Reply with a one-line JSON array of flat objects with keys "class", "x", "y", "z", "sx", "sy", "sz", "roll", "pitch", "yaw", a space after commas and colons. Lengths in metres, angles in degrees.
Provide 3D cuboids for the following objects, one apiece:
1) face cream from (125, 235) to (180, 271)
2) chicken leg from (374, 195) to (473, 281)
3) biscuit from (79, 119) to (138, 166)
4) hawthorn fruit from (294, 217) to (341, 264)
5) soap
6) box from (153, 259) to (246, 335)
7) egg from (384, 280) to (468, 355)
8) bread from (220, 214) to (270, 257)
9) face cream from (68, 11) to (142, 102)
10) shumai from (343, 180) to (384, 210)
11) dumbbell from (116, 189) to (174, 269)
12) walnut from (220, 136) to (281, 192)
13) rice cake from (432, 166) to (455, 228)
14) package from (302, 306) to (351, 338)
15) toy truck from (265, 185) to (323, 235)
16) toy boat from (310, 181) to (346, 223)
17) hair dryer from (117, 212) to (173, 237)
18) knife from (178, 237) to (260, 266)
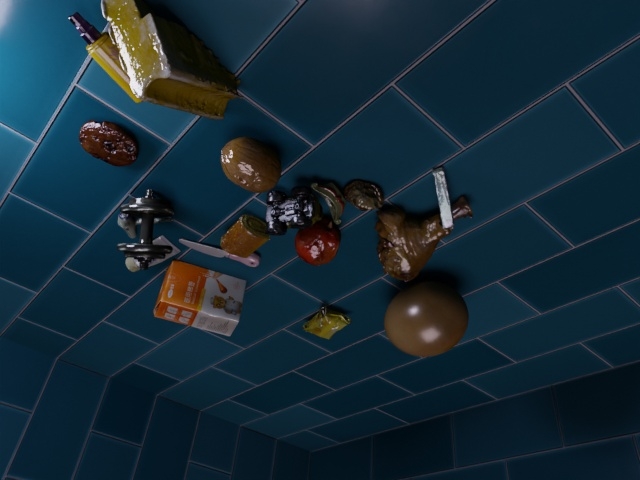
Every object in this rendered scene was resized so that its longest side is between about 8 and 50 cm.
[{"class": "face cream", "x": -0.701, "y": 0.058, "z": 2.175, "sx": 0.224, "sy": 0.070, "sz": 0.114, "roll": -23, "pitch": 133, "yaw": 20}, {"class": "chicken leg", "x": 0.335, "y": -0.035, "z": 1.856, "sx": 0.295, "sy": 0.182, "sz": 0.409, "roll": 42, "pitch": 122, "yaw": -16}, {"class": "biscuit", "x": -0.693, "y": -0.314, "z": 1.719, "sx": 0.192, "sy": 0.049, "sz": 0.192, "roll": 7, "pitch": 142, "yaw": 6}, {"class": "hawthorn fruit", "x": -0.005, "y": 0.009, "z": 1.938, "sx": 0.179, "sy": 0.173, "sz": 0.173, "roll": -16, "pitch": 136, "yaw": 27}, {"class": "soap", "x": -0.392, "y": -0.510, "z": 1.445, "sx": 0.169, "sy": 0.304, "sz": 0.339, "roll": -26, "pitch": 171, "yaw": 26}, {"class": "box", "x": -0.511, "y": 0.245, "z": 2.243, "sx": 0.341, "sy": 0.225, "sz": 0.143, "roll": 18, "pitch": 137, "yaw": -15}, {"class": "egg", "x": 0.425, "y": 0.325, "z": 2.150, "sx": 0.301, "sy": 0.301, "sz": 0.374, "roll": 28, "pitch": 136, "yaw": -24}, {"class": "bread", "x": -0.286, "y": -0.016, "z": 1.985, "sx": 0.132, "sy": 0.103, "sz": 0.172, "roll": 24, "pitch": 138, "yaw": -29}, {"class": "face cream", "x": -0.575, "y": -0.505, "z": 1.444, "sx": 0.078, "sy": 0.078, "sz": 0.273, "roll": -16, "pitch": 136, "yaw": 25}, {"class": "shumai", "x": 0.140, "y": -0.139, "z": 1.795, "sx": 0.139, "sy": 0.105, "sz": 0.123, "roll": 41, "pitch": 139, "yaw": -1}, {"class": "dumbbell", "x": -0.624, "y": -0.039, "z": 1.882, "sx": 0.192, "sy": 0.289, "sz": 0.192, "roll": 2, "pitch": 175, "yaw": 0}, {"class": "walnut", "x": -0.220, "y": -0.240, "z": 1.658, "sx": 0.207, "sy": 0.167, "sz": 0.167, "roll": 29, "pitch": 136, "yaw": -28}, {"class": "rice cake", "x": 0.406, "y": -0.140, "z": 1.731, "sx": 0.043, "sy": 0.034, "sz": 0.210, "roll": -8, "pitch": 109, "yaw": 18}, {"class": "package", "x": 0.026, "y": 0.387, "z": 2.450, "sx": 0.168, "sy": 0.090, "sz": 0.226, "roll": 26, "pitch": 135, "yaw": -18}, {"class": "toy truck", "x": -0.083, "y": -0.095, "z": 1.833, "sx": 0.224, "sy": 0.147, "sz": 0.165, "roll": -11, "pitch": 163, "yaw": 35}, {"class": "toy boat", "x": 0.037, "y": -0.141, "z": 1.800, "sx": 0.071, "sy": 0.089, "sz": 0.185, "roll": -39, "pitch": 120, "yaw": -6}, {"class": "hair dryer", "x": -0.686, "y": -0.057, "z": 2.048, "sx": 0.199, "sy": 0.067, "sz": 0.167, "roll": 4, "pitch": 153, "yaw": -21}, {"class": "knife", "x": -0.410, "y": 0.046, "z": 2.145, "sx": 0.336, "sy": 0.043, "sz": 0.081, "roll": 15, "pitch": 147, "yaw": -1}]
